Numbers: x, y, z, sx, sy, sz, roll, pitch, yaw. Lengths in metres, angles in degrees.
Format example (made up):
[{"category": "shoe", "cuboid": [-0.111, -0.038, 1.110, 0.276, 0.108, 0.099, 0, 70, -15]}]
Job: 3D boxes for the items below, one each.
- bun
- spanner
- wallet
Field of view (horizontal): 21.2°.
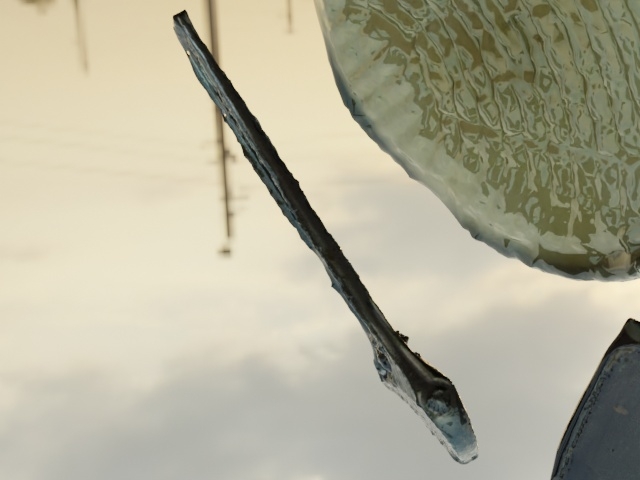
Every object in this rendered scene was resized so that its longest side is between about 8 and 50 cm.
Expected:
[{"category": "bun", "cuboid": [0.161, -0.164, 1.012, 0.202, 0.364, 0.364, -34, -153, -31]}, {"category": "spanner", "cuboid": [0.000, 0.000, 1.038, 0.026, 0.325, 0.093, -34, 180, -8]}, {"category": "wallet", "cuboid": [0.253, 0.131, 0.952, 0.232, 0.122, 0.031, 22, -144, 5]}]
